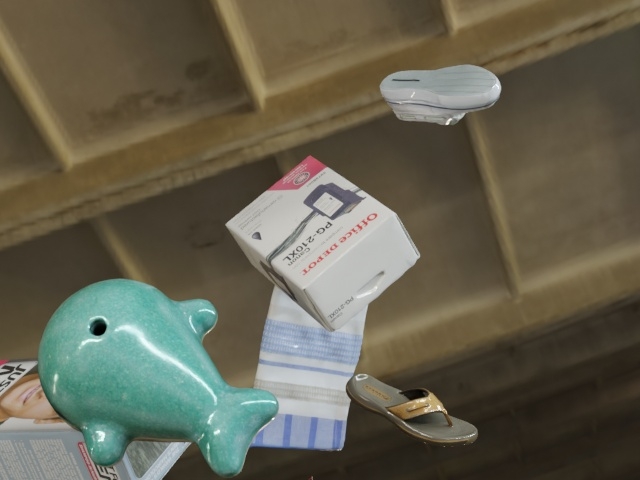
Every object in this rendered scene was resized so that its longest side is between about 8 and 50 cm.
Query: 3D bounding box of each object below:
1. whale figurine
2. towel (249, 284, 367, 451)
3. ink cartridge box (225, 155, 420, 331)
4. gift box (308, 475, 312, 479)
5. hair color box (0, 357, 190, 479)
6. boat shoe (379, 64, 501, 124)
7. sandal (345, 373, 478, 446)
[{"bbox_3d":[-0.182,0.144,1.189,0.216,0.272,0.141,-54,-23,-21],"label":"whale figurine"},{"bbox_3d":[-0.015,0.196,1.764,0.209,0.285,0.034,14,-4,-43],"label":"towel"},{"bbox_3d":[0.000,0.000,1.589,0.172,0.237,0.100,-40,-51,-11],"label":"ink cartridge box"},{"bbox_3d":[-0.067,0.538,1.784,0.258,0.277,0.255,3,6,-26],"label":"gift box"},{"bbox_3d":[-0.349,0.239,1.420,0.374,0.185,0.114,-6,-67,28],"label":"hair color box"},{"bbox_3d":[0.190,-0.214,1.664,0.083,0.226,0.076,-44,-56,-22],"label":"boat shoe"},{"bbox_3d":[0.143,0.254,1.713,0.090,0.219,0.060,-25,-42,-57],"label":"sandal"}]
